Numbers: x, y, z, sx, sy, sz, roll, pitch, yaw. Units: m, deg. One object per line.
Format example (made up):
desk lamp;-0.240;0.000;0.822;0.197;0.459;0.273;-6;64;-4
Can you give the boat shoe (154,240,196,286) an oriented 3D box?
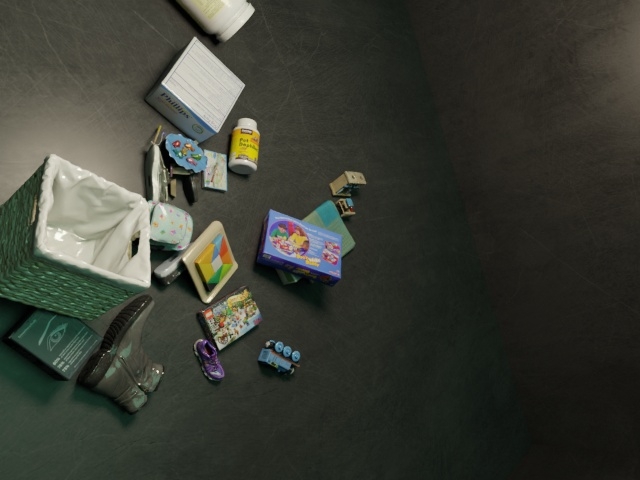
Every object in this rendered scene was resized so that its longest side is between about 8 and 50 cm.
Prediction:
boat shoe;-0.495;0.084;1.776;0.228;0.080;0.076;-47;131;-45

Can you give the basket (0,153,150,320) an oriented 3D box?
basket;-0.686;0.008;1.381;0.331;0.266;0.329;31;36;-48

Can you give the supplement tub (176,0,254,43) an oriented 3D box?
supplement tub;-0.450;-0.997;1.997;0.325;0.235;0.236;43;52;-28

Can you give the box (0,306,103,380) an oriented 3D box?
box;-0.769;0.284;1.422;0.207;0.108;0.153;50;50;-23

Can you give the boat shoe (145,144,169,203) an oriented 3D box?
boat shoe;-0.584;-0.233;1.775;0.070;0.077;0.220;2;86;-44

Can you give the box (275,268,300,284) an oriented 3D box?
box;-0.124;0.119;2.118;0.102;0.087;0.101;-36;103;-43

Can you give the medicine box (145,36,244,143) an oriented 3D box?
medicine box;-0.480;-0.578;1.914;0.263;0.149;0.289;40;54;-30

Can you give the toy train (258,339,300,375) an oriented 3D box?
toy train;-0.162;0.476;1.995;0.184;0.080;0.105;38;64;-34

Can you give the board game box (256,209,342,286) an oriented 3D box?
board game box;-0.079;0.032;2.074;0.346;0.078;0.234;20;48;-18

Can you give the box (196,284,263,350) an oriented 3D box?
box;-0.342;0.293;1.886;0.233;0.044;0.159;-31;101;-45

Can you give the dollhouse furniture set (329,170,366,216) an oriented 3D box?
dollhouse furniture set;0.155;-0.225;2.431;0.128;0.129;0.184;-2;66;-45

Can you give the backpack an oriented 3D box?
backpack;-0.537;-0.046;1.715;0.188;0.144;0.166;20;71;-46

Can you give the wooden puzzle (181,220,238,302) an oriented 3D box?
wooden puzzle;-0.398;0.082;1.830;0.221;0.044;0.239;-56;144;-38

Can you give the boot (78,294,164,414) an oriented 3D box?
boot;-0.590;0.363;1.592;0.222;0.118;0.338;44;63;-31

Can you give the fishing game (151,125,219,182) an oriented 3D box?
fishing game;-0.494;-0.335;1.848;0.264;0.041;0.189;35;31;-24

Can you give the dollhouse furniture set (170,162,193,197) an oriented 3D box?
dollhouse furniture set;-0.518;-0.224;1.840;0.081;0.091;0.115;-1;109;-18

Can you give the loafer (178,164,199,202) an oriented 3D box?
loafer;-0.487;-0.227;1.876;0.061;0.062;0.170;-10;88;-50

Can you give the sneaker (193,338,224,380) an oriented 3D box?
sneaker;-0.396;0.433;1.777;0.068;0.071;0.170;-40;108;-43

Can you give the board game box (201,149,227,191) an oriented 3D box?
board game box;-0.425;-0.277;1.973;0.103;0.026;0.154;8;73;-43

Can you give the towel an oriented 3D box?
towel;0.000;0.000;2.311;0.370;0.040;0.272;-40;107;-42

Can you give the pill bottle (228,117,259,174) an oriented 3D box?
pill bottle;-0.315;-0.393;2.049;0.117;0.117;0.215;18;67;-41
